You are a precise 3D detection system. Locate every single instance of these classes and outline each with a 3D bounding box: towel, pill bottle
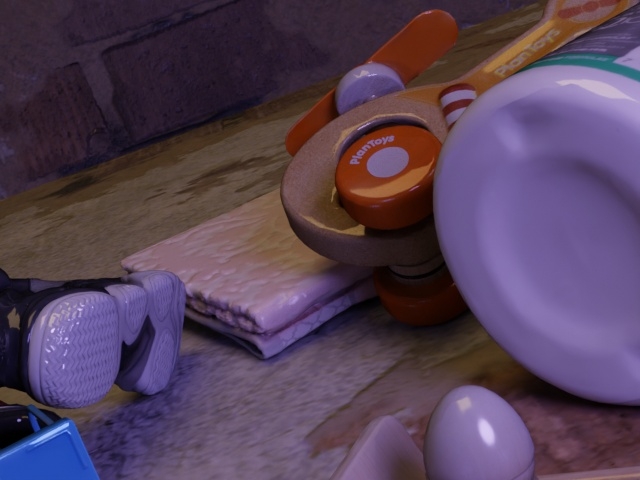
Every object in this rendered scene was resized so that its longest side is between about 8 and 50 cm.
[{"bbox_3d":[0.000,0.000,1.060,0.316,0.053,0.331,-26,19,-24],"label":"towel"},{"bbox_3d":[0.255,-0.066,0.691,0.361,0.204,0.204,-31,18,-38],"label":"pill bottle"}]

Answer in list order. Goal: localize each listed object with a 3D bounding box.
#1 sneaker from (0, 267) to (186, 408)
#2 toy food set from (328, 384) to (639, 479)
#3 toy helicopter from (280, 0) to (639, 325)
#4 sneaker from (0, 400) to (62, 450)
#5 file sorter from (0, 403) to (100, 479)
[{"bbox_3d":[-0.206,0.064,0.844,0.153,0.101,0.268,9,1,12],"label":"sneaker"},{"bbox_3d":[0.126,0.108,0.391,0.306,0.092,0.220,-14,14,28],"label":"toy food set"},{"bbox_3d":[0.116,-0.111,0.895,0.355,0.140,0.235,-37,43,-14],"label":"toy helicopter"},{"bbox_3d":[-0.259,0.181,0.672,0.135,0.098,0.276,-12,15,36],"label":"sneaker"},{"bbox_3d":[-0.198,0.179,0.574,0.170,0.118,0.104,-27,13,-24],"label":"file sorter"}]
